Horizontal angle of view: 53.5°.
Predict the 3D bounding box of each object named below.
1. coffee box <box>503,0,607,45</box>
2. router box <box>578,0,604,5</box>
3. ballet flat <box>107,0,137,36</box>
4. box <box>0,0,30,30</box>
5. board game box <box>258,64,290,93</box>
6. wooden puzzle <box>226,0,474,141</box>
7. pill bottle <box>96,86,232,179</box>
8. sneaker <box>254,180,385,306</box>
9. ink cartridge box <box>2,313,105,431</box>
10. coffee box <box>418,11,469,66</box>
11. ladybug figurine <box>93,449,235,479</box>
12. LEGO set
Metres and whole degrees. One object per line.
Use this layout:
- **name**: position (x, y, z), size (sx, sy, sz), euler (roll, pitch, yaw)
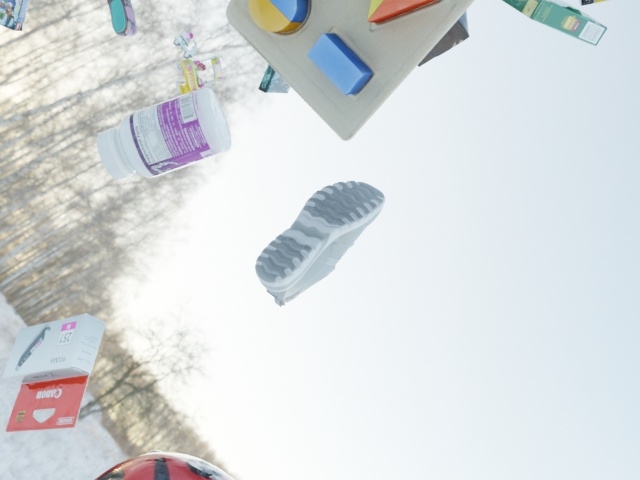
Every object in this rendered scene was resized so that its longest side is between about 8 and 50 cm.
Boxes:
- **coffee box**: position (0.404, -0.401, 1.108), size (0.040, 0.184, 0.113), euler (-62, -141, 31)
- **router box**: position (0.529, -0.522, 1.125), size (0.046, 0.133, 0.179), euler (-88, 165, -45)
- **ballet flat**: position (-0.569, -0.689, 1.811), size (0.076, 0.079, 0.222), euler (-10, -87, 20)
- **box**: position (-0.449, -0.345, 0.827), size (0.137, 0.094, 0.027), euler (21, 16, -7)
- **board game box**: position (-0.097, -0.444, 1.646), size (0.026, 0.186, 0.126), euler (28, -73, 7)
- **wooden puzzle**: position (0.025, -0.378, 1.009), size (0.322, 0.080, 0.348), euler (47, -56, 5)
- **pill bottle**: position (-0.387, -0.254, 1.571), size (0.169, 0.301, 0.169), euler (-18, 90, -84)
- **sneaker**: position (0.000, 0.000, 1.097), size (0.105, 0.281, 0.115), euler (39, -26, 28)
- **ink cartridge box**: position (-0.625, 0.303, 1.439), size (0.275, 0.239, 0.060), euler (-14, -36, 33)
- **coffee box**: position (0.191, -0.510, 1.235), size (0.119, 0.297, 0.168), euler (-25, -45, 36)
- **ladybug figurine**: position (-0.146, 0.371, 0.597), size (0.449, 0.305, 0.162), euler (-122, -146, -51)
- **LEGO set**: position (-0.348, -0.474, 1.821), size (0.132, 0.107, 0.287), euler (64, -16, 9)
